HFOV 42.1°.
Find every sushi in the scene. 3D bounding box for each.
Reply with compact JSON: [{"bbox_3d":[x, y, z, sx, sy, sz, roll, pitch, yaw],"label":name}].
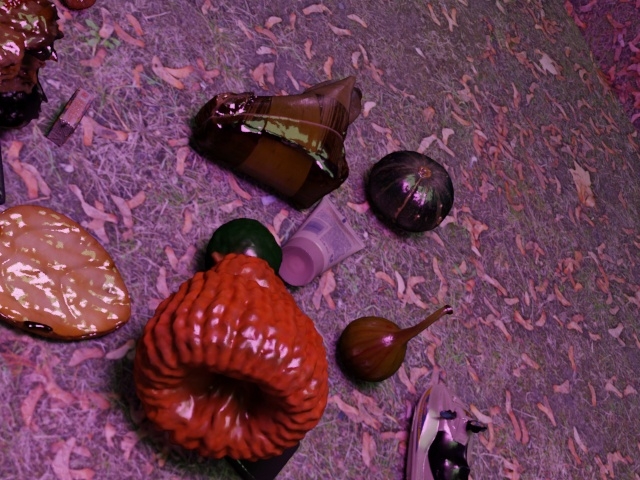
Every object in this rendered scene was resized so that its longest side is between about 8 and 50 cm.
[{"bbox_3d":[-0.495,-0.291,1.209,0.238,0.219,0.225,42,44,-3],"label":"sushi"}]

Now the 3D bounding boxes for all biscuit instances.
[{"bbox_3d":[-0.396,0.056,1.232,0.260,0.041,0.203,33,44,-24],"label":"biscuit"}]

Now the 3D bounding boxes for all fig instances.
[{"bbox_3d":[0.138,0.176,1.490,0.124,0.236,0.124,31,45,-37],"label":"fig"}]

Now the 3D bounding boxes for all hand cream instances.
[{"bbox_3d":[0.000,0.000,1.601,0.133,0.083,0.248,55,32,-2],"label":"hand cream"}]

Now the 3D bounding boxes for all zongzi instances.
[{"bbox_3d":[-0.075,-0.257,1.603,0.289,0.154,0.317,29,58,-27],"label":"zongzi"}]

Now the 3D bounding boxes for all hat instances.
[{"bbox_3d":[-0.130,0.146,1.316,0.285,0.285,0.400,41,19,-15],"label":"hat"}]

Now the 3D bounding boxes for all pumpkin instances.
[{"bbox_3d":[0.193,-0.106,1.774,0.190,0.146,0.190,19,55,-30],"label":"pumpkin"}]

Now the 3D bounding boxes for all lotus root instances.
[{"bbox_3d":[0.030,-0.293,1.788,0.113,0.088,0.192,52,43,6],"label":"lotus root"}]

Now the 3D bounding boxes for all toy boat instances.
[{"bbox_3d":[0.231,0.390,1.523,0.141,0.141,0.269,29,63,-26],"label":"toy boat"}]

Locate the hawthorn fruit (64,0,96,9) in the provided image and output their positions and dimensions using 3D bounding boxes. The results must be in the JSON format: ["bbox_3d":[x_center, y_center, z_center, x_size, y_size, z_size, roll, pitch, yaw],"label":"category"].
[{"bbox_3d":[-0.431,-0.456,1.504,0.067,0.067,0.103,35,21,-21],"label":"hawthorn fruit"}]

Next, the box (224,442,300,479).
[{"bbox_3d":[-0.104,0.322,1.341,0.126,0.027,0.125,52,45,-6],"label":"box"}]

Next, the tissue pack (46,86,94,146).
[{"bbox_3d":[-0.407,-0.202,1.357,0.035,0.063,0.083,34,48,-18],"label":"tissue pack"}]

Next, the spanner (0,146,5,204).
[{"bbox_3d":[-0.500,-0.148,1.279,0.046,0.012,0.208,7,61,-40],"label":"spanner"}]
